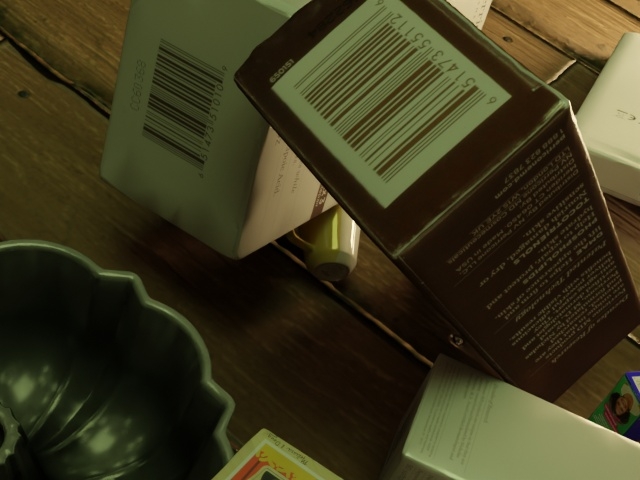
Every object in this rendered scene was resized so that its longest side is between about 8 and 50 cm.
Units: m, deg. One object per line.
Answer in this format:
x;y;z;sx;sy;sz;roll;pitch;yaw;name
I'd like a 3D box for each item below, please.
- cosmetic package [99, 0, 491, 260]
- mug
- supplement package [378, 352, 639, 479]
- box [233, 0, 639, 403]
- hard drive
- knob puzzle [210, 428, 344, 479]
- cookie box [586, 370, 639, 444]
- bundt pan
-0.002;-0.159;0.852;0.156;0.217;0.385;31;34;21;cosmetic package
0.002;0.002;0.883;0.078;0.062;0.064;4;56;-9;mug
0.144;0.187;0.725;0.179;0.105;0.105;24;46;5;supplement package
0.114;-0.019;0.713;0.143;0.381;0.191;-41;57;2;box
0.429;-0.133;1.108;0.233;0.047;0.353;24;40;15;hard drive
-0.023;0.209;0.514;0.213;0.030;0.213;3;47;-4;knob puzzle
0.278;0.155;0.797;0.092;0.107;0.040;0;47;-19;cookie box
-0.225;0.156;0.619;0.331;0.124;0.330;9;48;-10;bundt pan
